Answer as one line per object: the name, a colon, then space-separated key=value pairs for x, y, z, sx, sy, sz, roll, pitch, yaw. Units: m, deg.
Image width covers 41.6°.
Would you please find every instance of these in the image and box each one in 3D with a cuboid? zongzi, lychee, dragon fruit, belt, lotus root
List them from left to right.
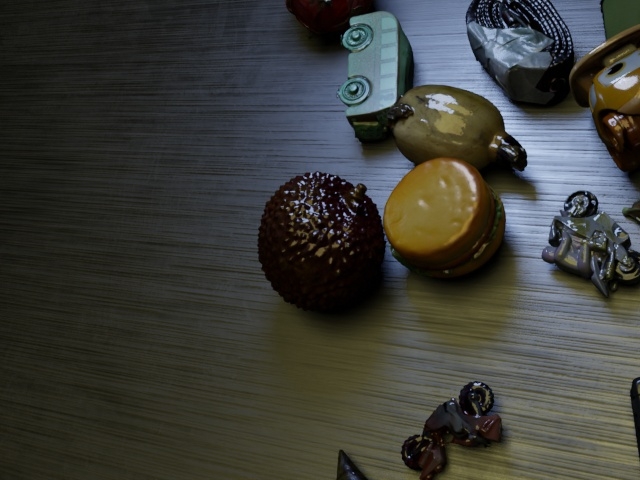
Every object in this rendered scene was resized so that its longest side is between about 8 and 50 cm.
lychee: x=0.000 y=0.000 z=1.719 sx=0.304 sy=0.276 sz=0.275 roll=-54 pitch=50 yaw=29
dragon fruit: x=0.021 y=-0.621 z=2.024 sx=0.244 sy=0.244 sz=0.299 roll=-63 pitch=19 yaw=-13
zongzi: x=0.113 y=0.468 z=1.547 sx=0.187 sy=0.084 sz=0.184 roll=-5 pitch=53 yaw=16
lotus root: x=0.291 y=-0.222 z=1.754 sx=0.310 sy=0.183 sz=0.182 roll=21 pitch=76 yaw=28
belt: x=0.426 y=-0.428 z=1.795 sx=0.184 sy=0.164 sz=0.289 roll=-27 pitch=56 yaw=1

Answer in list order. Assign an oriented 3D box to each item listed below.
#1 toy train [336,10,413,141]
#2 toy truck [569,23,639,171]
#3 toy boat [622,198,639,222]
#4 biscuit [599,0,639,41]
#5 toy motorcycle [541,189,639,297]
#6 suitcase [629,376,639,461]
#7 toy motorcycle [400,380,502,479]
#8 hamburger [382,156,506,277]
toy train: x=0.131 y=-0.387 z=1.937 sx=0.159 sy=0.129 sz=0.326 roll=-5 pitch=63 yaw=17
toy truck: x=0.601 y=-0.265 z=1.576 sx=0.204 sy=0.288 sz=0.211 roll=-30 pitch=68 yaw=11
toy boat: x=0.697 y=-0.063 z=1.524 sx=0.293 sy=0.099 sz=0.108 roll=-4 pitch=90 yaw=23
biscuit: x=0.653 y=-0.551 z=1.825 sx=0.099 sy=0.038 sz=0.322 roll=-5 pitch=63 yaw=20
toy motorcycle: x=0.498 y=0.013 z=1.592 sx=0.152 sy=0.073 sz=0.225 roll=-33 pitch=54 yaw=9
suitcase: x=0.624 y=0.353 z=1.363 sx=0.206 sy=0.066 sz=0.285 roll=-11 pitch=61 yaw=21
toy motorcycle: x=0.245 y=0.357 z=1.533 sx=0.212 sy=0.084 sz=0.118 roll=-45 pitch=56 yaw=8
hamburger: x=0.251 y=-0.036 z=1.676 sx=0.246 sy=0.170 sz=0.246 roll=-20 pitch=53 yaw=29
